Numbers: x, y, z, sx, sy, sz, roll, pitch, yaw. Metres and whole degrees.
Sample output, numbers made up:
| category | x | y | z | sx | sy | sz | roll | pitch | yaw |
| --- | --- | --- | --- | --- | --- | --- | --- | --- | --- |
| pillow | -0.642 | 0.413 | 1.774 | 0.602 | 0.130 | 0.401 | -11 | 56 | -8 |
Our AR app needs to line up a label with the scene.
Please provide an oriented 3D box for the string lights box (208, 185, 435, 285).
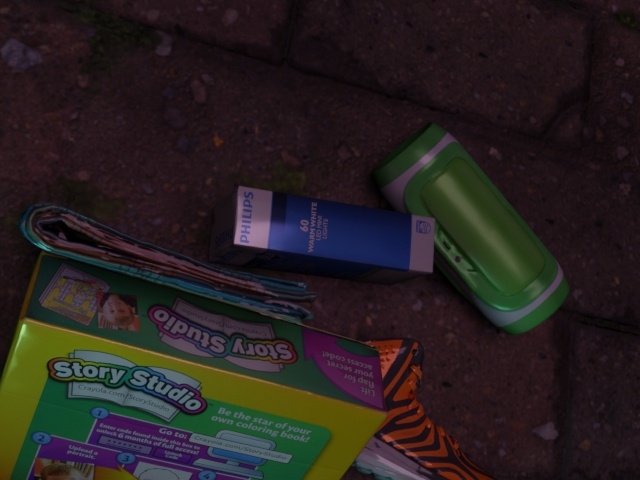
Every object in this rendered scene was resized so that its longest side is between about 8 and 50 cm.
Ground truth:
| category | x | y | z | sx | sy | sz | roll | pitch | yaw |
| --- | --- | --- | --- | --- | --- | --- | --- | --- | --- |
| string lights box | 0.000 | 0.000 | 1.152 | 0.259 | 0.133 | 0.077 | 9 | 77 | -19 |

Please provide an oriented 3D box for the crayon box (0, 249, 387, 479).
| category | x | y | z | sx | sy | sz | roll | pitch | yaw |
| --- | --- | --- | --- | --- | --- | --- | --- | --- | --- |
| crayon box | -0.161 | 0.200 | 0.961 | 0.363 | 0.313 | 0.106 | 18 | 35 | -17 |

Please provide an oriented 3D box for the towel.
| category | x | y | z | sx | sy | sz | roll | pitch | yaw |
| --- | --- | --- | --- | --- | --- | --- | --- | --- | --- |
| towel | -0.179 | 0.018 | 0.954 | 0.271 | 0.370 | 0.040 | 18 | 86 | -17 |

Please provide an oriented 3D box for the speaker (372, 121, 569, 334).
| category | x | y | z | sx | sy | sz | roll | pitch | yaw |
| --- | --- | --- | --- | --- | --- | --- | --- | --- | --- |
| speaker | 0.206 | -0.014 | 1.238 | 0.131 | 0.131 | 0.296 | -43 | 96 | -22 |

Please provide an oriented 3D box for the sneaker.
| category | x | y | z | sx | sy | sz | roll | pitch | yaw |
| --- | --- | --- | --- | --- | --- | --- | --- | --- | --- |
| sneaker | 0.125 | 0.227 | 1.161 | 0.321 | 0.124 | 0.180 | 27 | 72 | -14 |
